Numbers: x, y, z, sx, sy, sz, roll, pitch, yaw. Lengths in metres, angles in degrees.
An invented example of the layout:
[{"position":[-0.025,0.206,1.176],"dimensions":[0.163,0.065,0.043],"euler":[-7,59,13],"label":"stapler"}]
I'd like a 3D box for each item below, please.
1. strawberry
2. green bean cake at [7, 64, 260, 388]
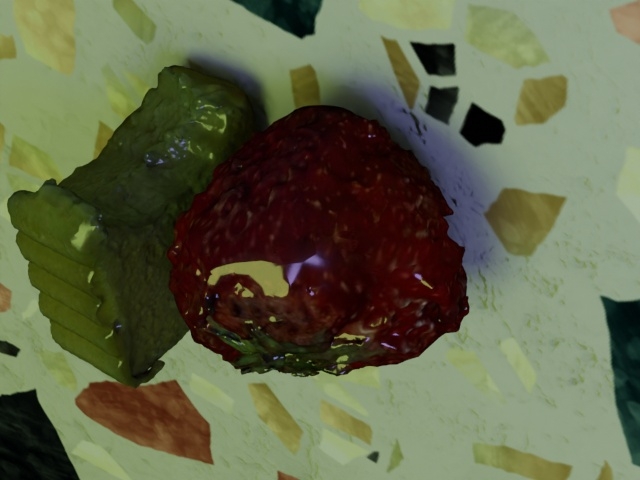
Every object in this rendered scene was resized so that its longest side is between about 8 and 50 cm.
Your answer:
[{"position":[0.000,0.000,1.351],"dimensions":[0.274,0.220,0.274],"euler":[6,164,2],"label":"strawberry"},{"position":[-0.163,-0.022,1.439],"dimensions":[0.124,0.236,0.233],"euler":[25,141,28],"label":"green bean cake"}]
